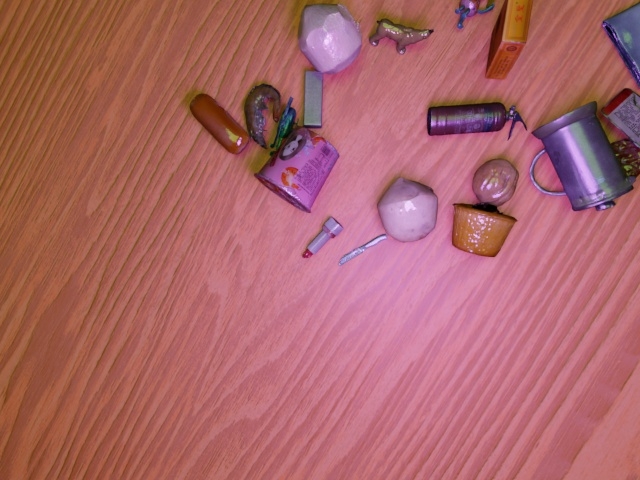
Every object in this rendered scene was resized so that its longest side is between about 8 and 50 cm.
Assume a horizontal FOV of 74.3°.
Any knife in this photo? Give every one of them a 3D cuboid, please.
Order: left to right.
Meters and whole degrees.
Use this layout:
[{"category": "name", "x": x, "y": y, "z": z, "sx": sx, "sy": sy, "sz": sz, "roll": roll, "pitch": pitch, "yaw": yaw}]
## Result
[{"category": "knife", "x": 0.154, "y": 0.033, "z": 1.559, "sx": 0.210, "sy": 0.015, "sz": 0.028, "roll": -30, "pitch": 91, "yaw": 6}]

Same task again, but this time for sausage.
[{"category": "sausage", "x": -0.381, "y": -0.440, "z": 1.592, "sx": 0.105, "sy": 0.105, "sz": 0.274, "roll": -45, "pitch": 84, "yaw": 4}]

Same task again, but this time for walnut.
[{"category": "walnut", "x": 0.597, "y": -0.200, "z": 1.452, "sx": 0.166, "sy": 0.149, "sz": 0.167, "roll": -6, "pitch": 105, "yaw": -23}]

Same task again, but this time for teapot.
[{"category": "teapot", "x": 0.847, "y": -0.248, "z": 1.406, "sx": 0.270, "sy": 0.200, "sz": 0.337, "roll": -26, "pitch": 87, "yaw": 31}]

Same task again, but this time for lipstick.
[{"category": "lipstick", "x": 0.000, "y": 0.000, "z": 1.562, "sx": 0.186, "sy": 0.057, "sz": 0.063, "roll": -46, "pitch": 56, "yaw": 10}]

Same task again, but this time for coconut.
[{"category": "coconut", "x": 0.024, "y": -0.713, "z": 1.473, "sx": 0.224, "sy": 0.224, "sz": 0.234, "roll": -30, "pitch": 130, "yaw": 5}, {"category": "coconut", "x": 0.304, "y": -0.111, "z": 1.454, "sx": 0.224, "sy": 0.224, "sz": 0.224, "roll": 0, "pitch": 89, "yaw": 7}]

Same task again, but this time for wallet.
[{"category": "wallet", "x": 1.148, "y": -0.690, "z": 1.436, "sx": 0.251, "sy": 0.054, "sz": 0.291, "roll": -29, "pitch": 87, "yaw": 7}]

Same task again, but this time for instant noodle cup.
[{"category": "instant noodle cup", "x": -0.074, "y": -0.256, "z": 1.490, "sx": 0.243, "sy": 0.243, "sz": 0.231, "roll": 32, "pitch": 86, "yaw": 6}]

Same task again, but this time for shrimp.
[{"category": "shrimp", "x": -0.207, "y": -0.470, "z": 1.572, "sx": 0.173, "sy": 0.058, "sz": 0.253, "roll": -23, "pitch": 72, "yaw": 22}]

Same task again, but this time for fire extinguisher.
[{"category": "fire extinguisher", "x": 0.555, "y": -0.413, "z": 1.486, "sx": 0.343, "sy": 0.102, "sz": 0.138, "roll": -1, "pitch": 121, "yaw": 6}]

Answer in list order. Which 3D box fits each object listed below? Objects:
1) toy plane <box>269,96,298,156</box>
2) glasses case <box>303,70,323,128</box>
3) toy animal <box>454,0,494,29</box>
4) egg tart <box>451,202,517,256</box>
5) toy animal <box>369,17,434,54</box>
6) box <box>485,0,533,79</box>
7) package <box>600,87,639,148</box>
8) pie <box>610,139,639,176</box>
[{"category": "toy plane", "x": -0.136, "y": -0.406, "z": 1.562, "sx": 0.060, "sy": 0.096, "sz": 0.235, "roll": 18, "pitch": 89, "yaw": 8}, {"category": "glasses case", "x": -0.027, "y": -0.524, "z": 1.577, "sx": 0.070, "sy": 0.047, "sz": 0.205, "roll": 1, "pitch": 89, "yaw": 1}, {"category": "toy animal", "x": 0.561, "y": -0.843, "z": 1.497, "sx": 0.208, "sy": 0.100, "sz": 0.103, "roll": -45, "pitch": 107, "yaw": -5}, {"category": "egg tart", "x": 0.538, "y": -0.043, "z": 1.428, "sx": 0.215, "sy": 0.215, "sz": 0.171, "roll": 15, "pitch": 101, "yaw": 7}, {"category": "toy animal", "x": 0.289, "y": -0.743, "z": 1.516, "sx": 0.218, "sy": 0.101, "sz": 0.103, "roll": 22, "pitch": 90, "yaw": 7}, {"category": "box", "x": 0.615, "y": -0.668, "z": 1.388, "sx": 0.076, "sy": 0.274, "sz": 0.174, "roll": 8, "pitch": 90, "yaw": 11}, {"category": "package", "x": 1.086, "y": -0.403, "z": 1.434, "sx": 0.154, "sy": 0.030, "sz": 0.239, "roll": -40, "pitch": 84, "yaw": -13}, {"category": "pie", "x": 1.036, "y": -0.270, "z": 1.449, "sx": 0.154, "sy": 0.036, "sz": 0.155, "roll": 0, "pitch": 90, "yaw": 7}]
